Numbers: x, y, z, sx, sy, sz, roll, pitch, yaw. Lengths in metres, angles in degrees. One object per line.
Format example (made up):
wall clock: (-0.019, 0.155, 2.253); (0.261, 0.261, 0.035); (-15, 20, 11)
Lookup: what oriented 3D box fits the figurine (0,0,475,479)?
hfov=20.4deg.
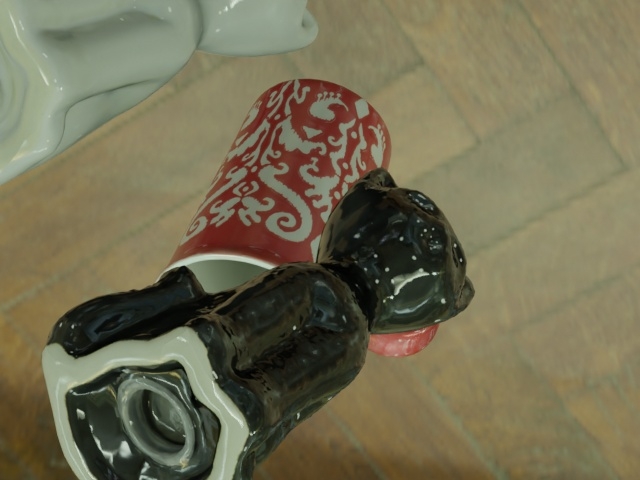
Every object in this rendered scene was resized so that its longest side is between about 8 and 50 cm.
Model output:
figurine: (-0.039, -0.030, 0.678); (0.092, 0.209, 0.215); (-28, 91, 38)

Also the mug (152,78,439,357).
mug: (-0.008, 0.003, 1.036); (0.150, 0.169, 0.113); (37, 133, -17)
